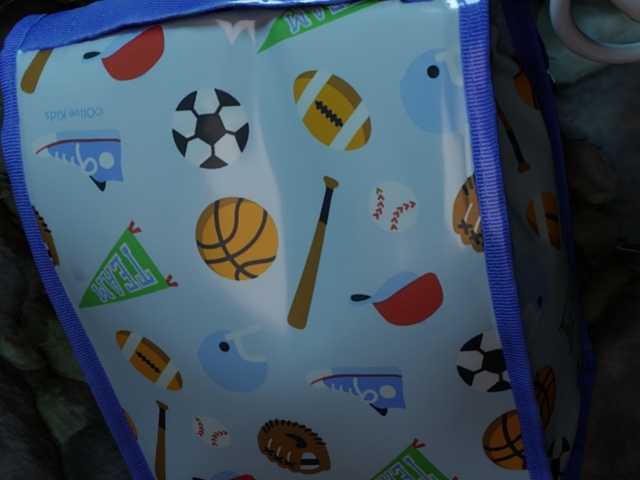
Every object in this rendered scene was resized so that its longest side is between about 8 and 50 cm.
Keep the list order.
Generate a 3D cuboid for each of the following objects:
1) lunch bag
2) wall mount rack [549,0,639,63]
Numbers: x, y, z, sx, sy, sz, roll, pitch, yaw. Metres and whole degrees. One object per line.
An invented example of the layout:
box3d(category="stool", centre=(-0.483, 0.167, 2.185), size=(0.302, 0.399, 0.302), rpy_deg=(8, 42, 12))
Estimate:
box3d(category="lunch bag", centre=(0.000, 0.000, 0.741), size=(0.328, 0.239, 0.385), rpy_deg=(-5, 126, 22))
box3d(category="wall mount rack", centre=(0.316, -0.159, 0.610), size=(0.304, 0.130, 0.350), rpy_deg=(27, 130, -31))
